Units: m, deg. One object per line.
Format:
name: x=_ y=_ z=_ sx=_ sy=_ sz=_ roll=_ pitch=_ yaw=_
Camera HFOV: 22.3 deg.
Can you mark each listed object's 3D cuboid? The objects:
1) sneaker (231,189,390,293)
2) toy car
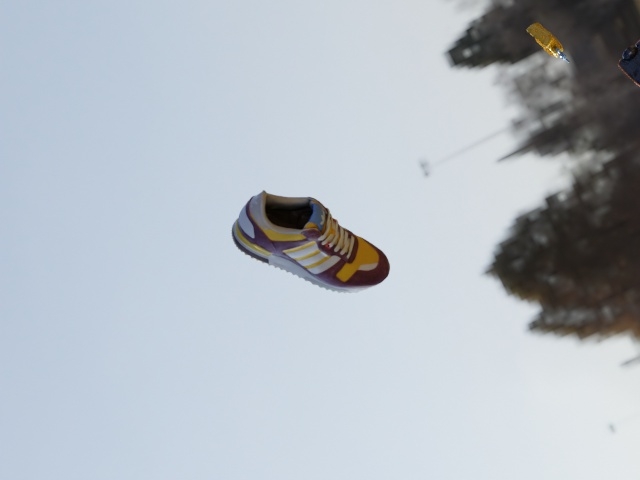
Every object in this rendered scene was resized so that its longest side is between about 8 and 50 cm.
sneaker: x=0.000 y=0.000 z=1.767 sx=0.185 sy=0.084 sz=0.070 roll=16 pitch=-126 yaw=-18
toy car: x=0.210 y=-0.140 z=1.136 sx=0.122 sy=0.060 sz=0.040 roll=29 pitch=178 yaw=37
